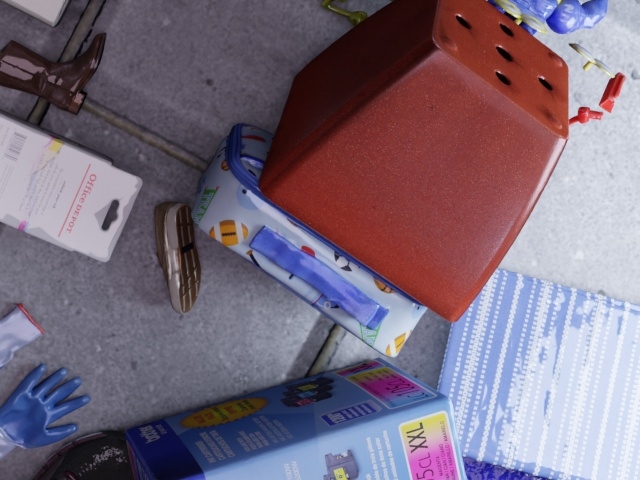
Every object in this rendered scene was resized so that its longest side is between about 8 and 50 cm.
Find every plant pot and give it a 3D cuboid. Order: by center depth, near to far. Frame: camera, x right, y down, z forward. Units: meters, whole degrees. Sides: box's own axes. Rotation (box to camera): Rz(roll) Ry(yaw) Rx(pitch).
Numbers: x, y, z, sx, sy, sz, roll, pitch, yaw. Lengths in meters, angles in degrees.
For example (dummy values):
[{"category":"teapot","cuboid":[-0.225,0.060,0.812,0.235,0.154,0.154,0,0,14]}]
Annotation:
[{"category":"plant pot","cuboid":[0.125,-0.126,1.541,0.267,0.267,0.236,34,123,-13]}]

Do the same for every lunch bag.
[{"category":"lunch bag","cuboid":[0.000,0.000,1.612,0.303,0.243,0.115,33,103,-12]}]

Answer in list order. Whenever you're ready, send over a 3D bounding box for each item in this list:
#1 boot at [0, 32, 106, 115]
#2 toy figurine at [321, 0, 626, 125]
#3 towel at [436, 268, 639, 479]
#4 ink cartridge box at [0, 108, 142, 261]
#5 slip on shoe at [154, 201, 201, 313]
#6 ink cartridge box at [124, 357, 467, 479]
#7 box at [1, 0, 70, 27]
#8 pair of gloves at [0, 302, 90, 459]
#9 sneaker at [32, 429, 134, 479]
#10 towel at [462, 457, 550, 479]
[{"category":"boot","cuboid":[-0.316,-0.212,1.644,0.114,0.037,0.106,24,92,-6]},{"category":"toy figurine","cuboid":[0.211,-0.307,1.681,0.362,0.191,0.217,30,63,-4]},{"category":"towel","cuboid":[0.308,0.179,1.756,0.336,0.040,0.243,16,75,-9]},{"category":"ink cartridge box","cuboid":[-0.317,-0.064,1.648,0.198,0.067,0.115,24,95,-10]},{"category":"slip on shoe","cuboid":[-0.175,0.020,1.697,0.041,0.051,0.135,6,110,31]},{"category":"ink cartridge box","cuboid":[-0.063,0.271,1.608,0.395,0.270,0.151,-16,99,-14]},{"category":"box","cuboid":[-0.397,-0.339,1.573,0.275,0.113,0.094,27,95,-10]},{"category":"pair of gloves","cuboid":[-0.381,0.171,1.698,0.159,0.023,0.198,-34,102,-2]},{"category":"sneaker","cuboid":[-0.325,0.342,1.659,0.281,0.162,0.106,-37,102,-1]},{"category":"towel","cuboid":[0.204,0.350,1.783,0.308,0.076,0.228,-42,103,0]}]
